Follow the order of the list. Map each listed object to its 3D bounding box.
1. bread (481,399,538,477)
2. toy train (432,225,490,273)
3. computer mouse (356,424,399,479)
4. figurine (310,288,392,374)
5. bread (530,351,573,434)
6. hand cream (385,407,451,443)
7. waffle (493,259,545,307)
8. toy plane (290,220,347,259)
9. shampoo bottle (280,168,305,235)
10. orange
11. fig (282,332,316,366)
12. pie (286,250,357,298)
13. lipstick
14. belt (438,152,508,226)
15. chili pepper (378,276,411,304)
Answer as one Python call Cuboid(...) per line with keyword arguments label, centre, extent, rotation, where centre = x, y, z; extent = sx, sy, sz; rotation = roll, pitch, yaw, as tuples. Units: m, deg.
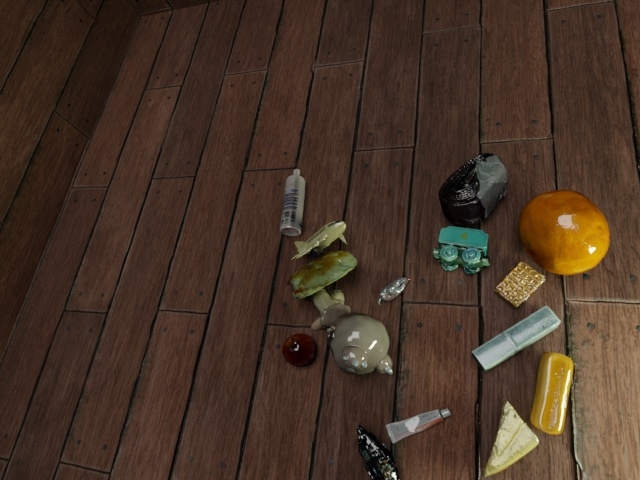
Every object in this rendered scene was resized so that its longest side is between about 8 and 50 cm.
Cuboid(label="bread", centre=(0.501, 0.573, 1.315), extent=(0.178, 0.240, 0.135), rotation=(-36, 59, 0))
Cuboid(label="toy train", centre=(0.510, 0.032, 1.654), extent=(0.198, 0.107, 0.154), rotation=(8, 61, 23))
Cuboid(label="computer mouse", centre=(0.186, 0.689, 1.445), extent=(0.078, 0.146, 0.241), rotation=(-20, 66, -23))
Cuboid(label="figurine", centre=(0.101, 0.312, 1.617), extent=(0.203, 0.248, 0.380), rotation=(-50, 44, 10))
Cuboid(label="bread", centre=(0.696, 0.461, 1.395), extent=(0.093, 0.074, 0.239), rotation=(17, 73, 9))
Cuboid(label="hand cream", centre=(0.321, 0.594, 1.494), extent=(0.216, 0.038, 0.052), rotation=(-26, 35, 13))
Cuboid(label="waffle", centre=(0.677, 0.150, 1.569), extent=(0.148, 0.042, 0.102), rotation=(-45, 61, -5))
Cuboid(label="toy plane", centre=(0.000, 0.000, 1.786), extent=(0.256, 0.242, 0.104), rotation=(-21, 101, 31))
Cuboid(label="shampoo bottle", centre=(-0.115, -0.172, 1.983), extent=(0.092, 0.092, 0.303), rotation=(-5, 63, 18))
Cuboid(label="orange", centre=(0.771, -0.025, 1.479), extent=(0.226, 0.284, 0.283), rotation=(-26, 60, 0))
Cuboid(label="fig", centre=(-0.071, 0.395, 1.677), extent=(0.128, 0.150, 0.128), rotation=(7, 68, -19))
Cuboid(label="pie", centre=(0.005, 0.130, 1.732), extent=(0.274, 0.257, 0.105), rotation=(-32, 103, -5))
Cuboid(label="lipstick", centre=(0.630, 0.317, 1.486), extent=(0.290, 0.076, 0.077), rotation=(-33, 58, 3))
Cuboid(label="belt", centre=(0.562, -0.198, 1.685), extent=(0.289, 0.164, 0.184), rotation=(-45, 41, -16))
Cuboid(label="chili pepper", centre=(0.271, 0.181, 1.703), extent=(0.153, 0.041, 0.050), rotation=(-36, 101, 0))
